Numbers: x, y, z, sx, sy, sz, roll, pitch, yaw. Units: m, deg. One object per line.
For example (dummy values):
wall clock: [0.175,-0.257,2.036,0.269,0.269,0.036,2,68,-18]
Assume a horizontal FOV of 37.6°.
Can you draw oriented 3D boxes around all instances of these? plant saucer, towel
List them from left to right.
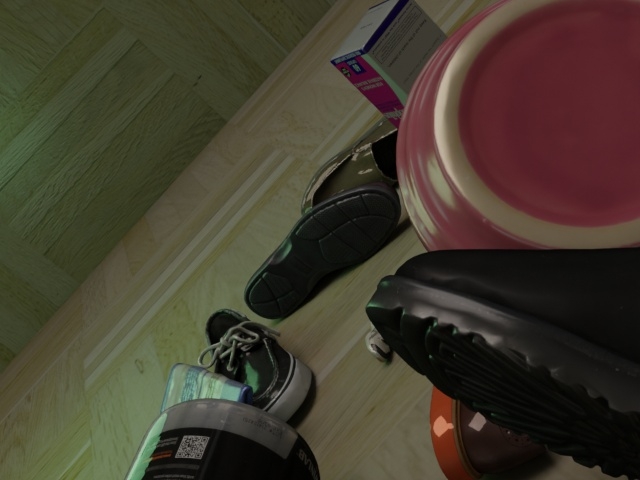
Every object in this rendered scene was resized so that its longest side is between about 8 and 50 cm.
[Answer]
towel: [-0.159,0.267,1.188,0.285,0.034,0.209,-4,72,64]
plant saucer: [0.223,-0.093,0.790,0.332,0.084,0.332,-6,67,14]

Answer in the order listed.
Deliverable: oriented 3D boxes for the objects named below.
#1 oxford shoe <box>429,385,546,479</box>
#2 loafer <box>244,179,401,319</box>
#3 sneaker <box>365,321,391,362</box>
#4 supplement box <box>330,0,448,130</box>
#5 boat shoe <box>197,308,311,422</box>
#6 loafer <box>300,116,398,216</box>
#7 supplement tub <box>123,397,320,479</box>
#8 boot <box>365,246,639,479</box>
oxford shoe: [0.168,0.100,0.867,0.098,0.097,0.271,-17,38,26]
loafer: [0.000,0.000,1.387,0.302,0.109,0.095,-40,16,29]
sneaker: [0.076,0.108,1.109,0.037,0.032,0.083,-39,21,24]
supplement box: [0.141,-0.230,1.349,0.114,0.220,0.111,-54,19,-14]
boat shoe: [-0.099,0.159,1.275,0.113,0.105,0.306,-47,19,3]
loafer: [0.068,-0.109,1.461,0.251,0.094,0.087,-48,15,-3]
supplement tub: [-0.122,0.320,0.873,0.193,0.193,0.316,-34,22,34]
boot: [0.288,-0.055,0.621,0.367,0.146,0.445,20,67,28]
